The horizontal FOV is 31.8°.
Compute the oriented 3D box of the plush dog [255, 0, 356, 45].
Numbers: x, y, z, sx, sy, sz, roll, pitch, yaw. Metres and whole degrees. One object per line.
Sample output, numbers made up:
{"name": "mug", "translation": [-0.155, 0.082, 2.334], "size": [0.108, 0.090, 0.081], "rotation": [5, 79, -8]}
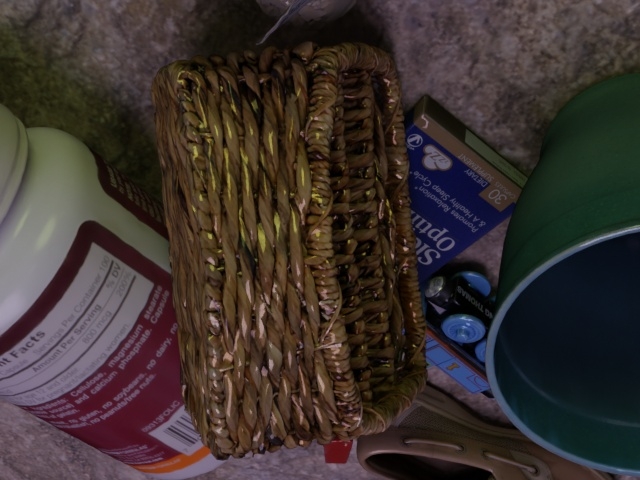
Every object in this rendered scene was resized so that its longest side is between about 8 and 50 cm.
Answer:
{"name": "plush dog", "translation": [-0.048, -0.283, 0.770], "size": [0.225, 0.210, 0.262], "rotation": [44, 127, 6]}

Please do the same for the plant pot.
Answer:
{"name": "plant pot", "translation": [0.270, 0.007, 0.908], "size": [0.271, 0.255, 0.272], "rotation": [4, 131, 5]}

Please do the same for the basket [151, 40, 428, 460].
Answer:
{"name": "basket", "translation": [0.000, 0.000, 0.863], "size": [0.222, 0.213, 0.299], "rotation": [-6, 94, -14]}

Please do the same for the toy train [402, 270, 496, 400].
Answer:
{"name": "toy train", "translation": [0.155, 0.102, 1.135], "size": [0.184, 0.080, 0.105], "rotation": [38, 136, -26]}

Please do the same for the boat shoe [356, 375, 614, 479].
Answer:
{"name": "boat shoe", "translation": [0.187, 0.272, 1.253], "size": [0.341, 0.110, 0.122], "rotation": [24, 131, -12]}

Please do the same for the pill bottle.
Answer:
{"name": "pill bottle", "translation": [-0.225, 0.042, 0.994], "size": [0.224, 0.224, 0.392], "rotation": [-24, 136, 27]}

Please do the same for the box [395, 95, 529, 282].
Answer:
{"name": "box", "translation": [0.072, -0.023, 1.062], "size": [0.136, 0.037, 0.225], "rotation": [35, 129, -20]}

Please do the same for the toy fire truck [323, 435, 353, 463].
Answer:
{"name": "toy fire truck", "translation": [-0.030, 0.165, 1.237], "size": [0.135, 0.047, 0.192], "rotation": [3, 131, 6]}
